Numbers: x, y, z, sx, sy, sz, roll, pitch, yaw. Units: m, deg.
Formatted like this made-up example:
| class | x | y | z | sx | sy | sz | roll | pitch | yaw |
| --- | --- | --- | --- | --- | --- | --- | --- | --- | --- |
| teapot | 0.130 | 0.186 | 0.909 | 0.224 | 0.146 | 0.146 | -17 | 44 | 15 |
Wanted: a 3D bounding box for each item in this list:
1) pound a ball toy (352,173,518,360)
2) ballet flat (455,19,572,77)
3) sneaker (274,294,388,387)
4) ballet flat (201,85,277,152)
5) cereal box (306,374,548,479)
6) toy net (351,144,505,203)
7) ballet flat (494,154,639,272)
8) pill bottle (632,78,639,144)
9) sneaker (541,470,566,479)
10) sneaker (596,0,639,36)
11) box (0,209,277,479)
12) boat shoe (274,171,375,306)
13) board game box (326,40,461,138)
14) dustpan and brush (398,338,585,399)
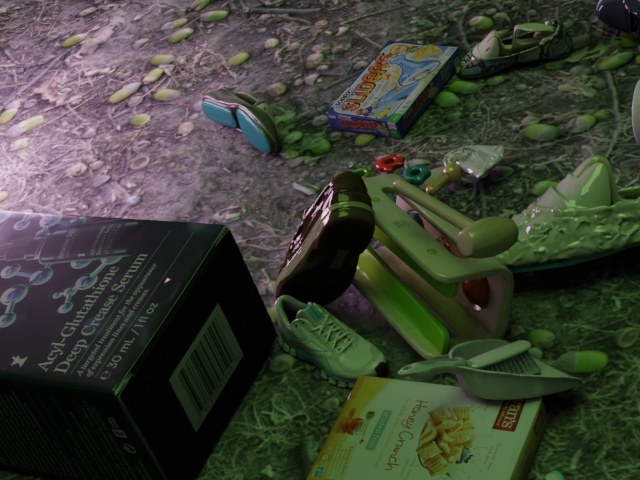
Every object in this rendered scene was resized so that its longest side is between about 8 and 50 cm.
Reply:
| class | x | y | z | sx | sy | sz | roll | pitch | yaw |
| --- | --- | --- | --- | --- | --- | --- | --- | --- | --- |
| pound a ball toy | 0.150 | 0.003 | 1.764 | 0.135 | 0.208 | 0.319 | -9 | 31 | -26 |
| ballet flat | 0.299 | -0.308 | 2.187 | 0.188 | 0.070 | 0.070 | -13 | 38 | 11 |
| sneaker | 0.005 | 0.124 | 1.788 | 0.190 | 0.083 | 0.071 | 22 | 53 | 40 |
| ballet flat | -0.115 | -0.204 | 2.253 | 0.068 | 0.072 | 0.213 | -33 | 38 | -22 |
| cereal box | 0.125 | 0.242 | 1.614 | 0.240 | 0.047 | 0.173 | 2 | 42 | 28 |
| toy net | 0.155 | -0.089 | 2.010 | 0.232 | 0.045 | 0.122 | -19 | 36 | 1 |
| ballet flat | 0.407 | -0.057 | 1.769 | 0.409 | 0.147 | 0.147 | -10 | 39 | 11 |
| pill bottle | 0.552 | -0.170 | 1.833 | 0.264 | 0.146 | 0.146 | 2 | 43 | 28 |
| sneaker | 0.254 | 0.296 | 1.501 | 0.069 | 0.038 | 0.098 | -32 | 29 | -11 |
| sneaker | 0.497 | -0.312 | 2.080 | 0.226 | 0.086 | 0.163 | 10 | 45 | 33 |
| box | -0.310 | 0.138 | 1.814 | 0.395 | 0.212 | 0.293 | 3 | 44 | 29 |
| boat shoe | 0.008 | 0.001 | 1.817 | 0.095 | 0.257 | 0.095 | 9 | 57 | -21 |
| board game box | 0.118 | -0.243 | 2.217 | 0.136 | 0.035 | 0.201 | 11 | 48 | 35 |
| dustpan and brush | 0.183 | 0.148 | 1.618 | 0.211 | 0.060 | 0.147 | -15 | 21 | -25 |
